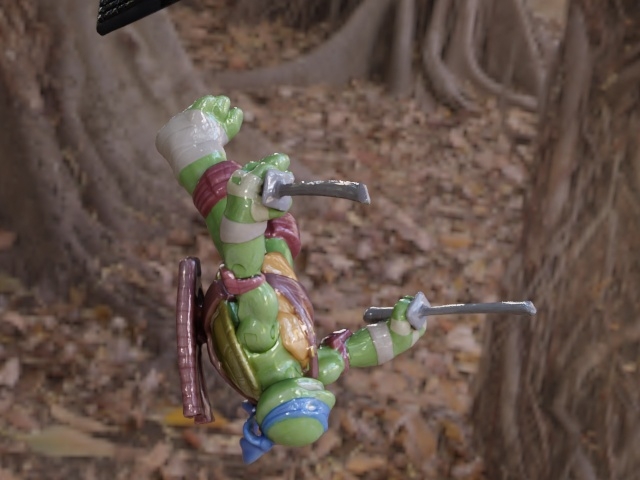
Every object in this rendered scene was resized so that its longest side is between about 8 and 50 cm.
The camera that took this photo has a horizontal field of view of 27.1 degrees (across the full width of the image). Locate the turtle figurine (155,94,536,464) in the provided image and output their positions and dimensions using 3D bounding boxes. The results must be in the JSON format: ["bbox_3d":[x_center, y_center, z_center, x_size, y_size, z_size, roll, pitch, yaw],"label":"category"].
[{"bbox_3d":[0.000,0.000,0.961,0.198,0.275,0.266,6,39,-34],"label":"turtle figurine"}]

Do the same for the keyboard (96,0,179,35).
[{"bbox_3d":[-0.133,-0.248,1.138,0.192,0.100,0.038,-15,-33,39],"label":"keyboard"}]
